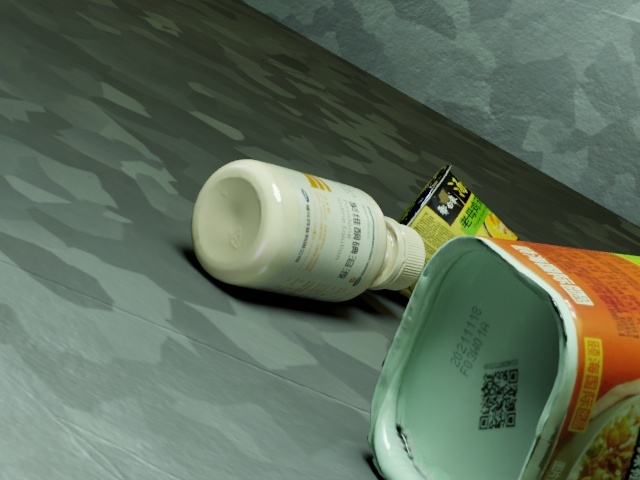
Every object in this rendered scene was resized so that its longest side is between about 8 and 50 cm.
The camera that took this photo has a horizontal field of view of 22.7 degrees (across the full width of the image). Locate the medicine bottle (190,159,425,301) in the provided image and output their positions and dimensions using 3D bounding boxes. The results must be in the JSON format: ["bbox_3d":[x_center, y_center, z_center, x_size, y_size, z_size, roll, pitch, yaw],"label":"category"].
[{"bbox_3d":[0.000,0.000,1.482,0.252,0.114,0.114,14,19,-49],"label":"medicine bottle"}]

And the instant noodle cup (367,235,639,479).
[{"bbox_3d":[0.223,0.131,1.173,0.307,0.294,0.294,12,20,-31],"label":"instant noodle cup"}]

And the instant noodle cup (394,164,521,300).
[{"bbox_3d":[0.130,0.014,1.659,0.122,0.151,0.151,40,14,0],"label":"instant noodle cup"}]
